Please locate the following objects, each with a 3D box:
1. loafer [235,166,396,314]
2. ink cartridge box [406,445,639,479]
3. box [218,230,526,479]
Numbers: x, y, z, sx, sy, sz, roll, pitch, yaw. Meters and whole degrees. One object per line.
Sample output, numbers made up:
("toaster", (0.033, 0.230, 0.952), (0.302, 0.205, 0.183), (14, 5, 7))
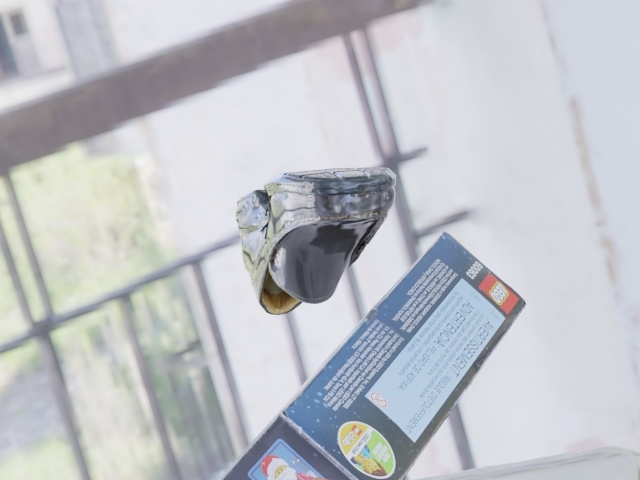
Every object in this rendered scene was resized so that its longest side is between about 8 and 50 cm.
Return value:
("loafer", (0.000, 0.000, 0.872), (0.062, 0.061, 0.170), (-2, -6, -12))
("ink cartridge box", (0.159, 0.368, 1.304), (0.279, 0.385, 0.160), (-16, -29, 41))
("box", (-0.030, 0.113, 0.668), (0.233, 0.044, 0.159), (-50, -3, 31))
